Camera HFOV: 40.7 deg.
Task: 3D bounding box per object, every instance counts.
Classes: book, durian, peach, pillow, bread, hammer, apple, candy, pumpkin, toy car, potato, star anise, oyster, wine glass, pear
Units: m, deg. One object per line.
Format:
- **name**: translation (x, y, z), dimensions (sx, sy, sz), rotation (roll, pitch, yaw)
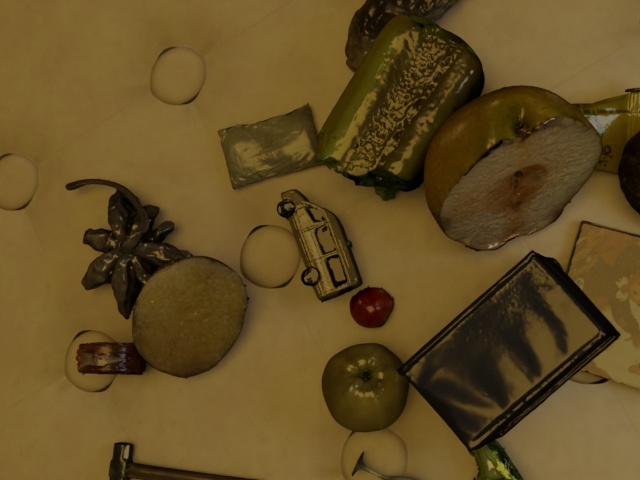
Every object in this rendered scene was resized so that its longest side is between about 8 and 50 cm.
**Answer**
- **book**: translation (0.687, 0.156, 1.705), dimensions (0.427, 0.039, 0.300), rotation (16, 87, 17)
- **durian**: translation (0.369, 0.524, 1.712), dimensions (0.106, 0.132, 0.375), rotation (-29, 80, -15)
- **peach**: translation (0.106, 0.143, 1.851), dimensions (0.098, 0.061, 0.098), rotation (0, 91, 15)
- **pillow**: translation (-0.112, -0.213, 1.961), dimensions (0.229, 0.050, 0.148), rotation (-15, 86, 13)
- **bread**: translation (0.173, -0.273, 1.805), dimensions (0.251, 0.208, 0.377), rotation (31, 93, 4)
- **hammer**: translation (-0.300, 0.527, 1.930), dimensions (0.365, 0.043, 0.111), rotation (4, 83, 13)
- **apple**: translation (0.094, 0.300, 1.778), dimensions (0.199, 0.200, 0.200), rotation (-2, 83, 15)
- **candy**: translation (0.517, -0.224, 1.769), dimensions (0.297, 0.081, 0.187), rotation (2, 104, 17)
- **bread**: translation (-0.469, 0.267, 1.942), dimensions (0.160, 0.160, 0.073), rotation (-3, 82, 15)
- **pumpkin**: translation (0.686, -0.140, 1.683), dimensions (0.218, 0.162, 0.219), rotation (-1, 107, -3)
- **toy car**: translation (0.000, 0.000, 1.878), dimensions (0.124, 0.101, 0.257), rotation (-21, 80, 7)
- **potato**: translation (-0.291, 0.149, 1.912), dimensions (0.239, 0.116, 0.299), rotation (21, 107, -15)
- **star anise**: translation (-0.455, 0.016, 1.978), dimensions (0.359, 0.139, 0.316), rotation (6, 78, 15)
- **oyster**: translation (0.186, -0.506, 1.882), dimensions (0.341, 0.110, 0.167), rotation (-20, 72, 25)
- **wine glass**: translation (0.164, 0.509, 1.794), dimensions (0.198, 0.066, 0.066), rotation (24, 90, 14)
- **pear**: translation (0.348, -0.164, 1.671), dimensions (0.340, 0.386, 0.191), rotation (-20, 60, -6)

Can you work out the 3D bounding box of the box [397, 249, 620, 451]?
- **box**: translation (0.366, 0.212, 1.651), dimensions (0.345, 0.251, 0.204), rotation (-45, 69, 13)
